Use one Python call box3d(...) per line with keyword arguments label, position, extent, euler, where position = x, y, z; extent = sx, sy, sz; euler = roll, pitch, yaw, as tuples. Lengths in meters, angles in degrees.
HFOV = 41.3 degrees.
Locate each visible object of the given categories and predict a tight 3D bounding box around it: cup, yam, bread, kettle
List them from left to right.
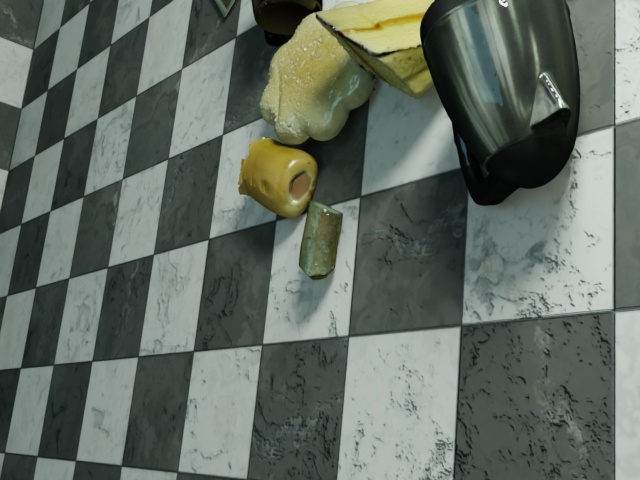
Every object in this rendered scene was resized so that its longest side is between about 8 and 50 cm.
box3d(label="bread", position=(-0.084, -0.124, 1.651), extent=(0.173, 0.085, 0.134), euler=(27, 97, 53))
box3d(label="cup", position=(-0.065, -0.523, 1.778), extent=(0.166, 0.239, 0.177), euler=(-8, 69, 5))
box3d(label="bread", position=(-0.005, -0.325, 1.632), extent=(0.316, 0.054, 0.316), euler=(-22, 56, 37))
box3d(label="yam", position=(0.000, 0.000, 1.512), extent=(0.069, 0.069, 0.146), euler=(-5, 73, 51))
box3d(label="bread", position=(0.129, -0.361, 1.400), extent=(0.178, 0.135, 0.240), euler=(-47, 39, 5))
box3d(label="kettle", position=(0.245, -0.191, 1.167), extent=(0.250, 0.207, 0.271), euler=(-27, 63, 36))

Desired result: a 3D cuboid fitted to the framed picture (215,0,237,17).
box3d(label="framed picture", position=(-0.191, -0.702, 2.080), extent=(0.274, 0.017, 0.217), euler=(-52, 41, 26))
